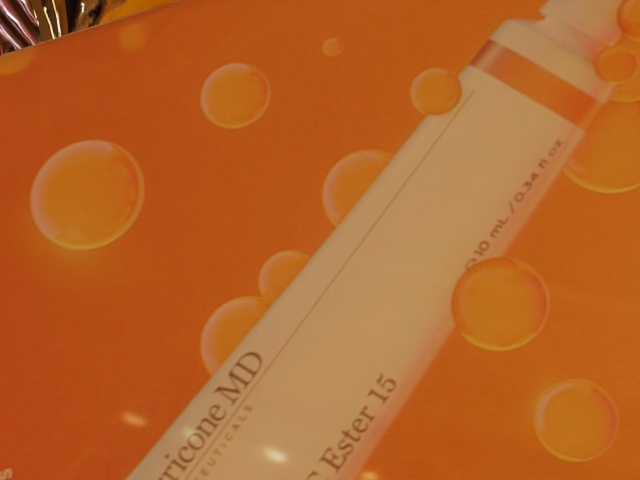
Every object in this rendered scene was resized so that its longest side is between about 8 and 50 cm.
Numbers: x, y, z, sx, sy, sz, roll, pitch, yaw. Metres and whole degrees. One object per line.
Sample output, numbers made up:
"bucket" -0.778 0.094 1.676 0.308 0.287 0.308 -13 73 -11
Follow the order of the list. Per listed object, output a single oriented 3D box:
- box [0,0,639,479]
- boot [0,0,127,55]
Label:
"box" 0.054 0.031 0.515 0.345 0.168 0.215 -17 69 3
"boot" -0.208 -0.271 1.112 0.131 0.260 0.348 8 124 10
